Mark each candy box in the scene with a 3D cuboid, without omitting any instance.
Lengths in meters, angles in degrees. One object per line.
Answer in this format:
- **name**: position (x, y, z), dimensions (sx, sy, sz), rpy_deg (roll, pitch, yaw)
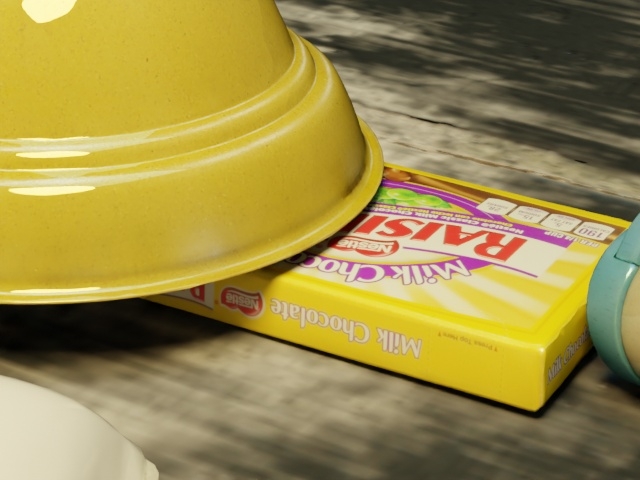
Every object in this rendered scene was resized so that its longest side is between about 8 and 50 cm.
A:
- **candy box**: position (0.000, 0.000, 0.613), dimensions (0.206, 0.027, 0.105), rpy_deg (14, 30, 24)

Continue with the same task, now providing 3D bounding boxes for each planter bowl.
- **planter bowl**: position (-0.086, -0.066, 0.611), dimensions (0.217, 0.090, 0.217), rpy_deg (0, 26, 0)

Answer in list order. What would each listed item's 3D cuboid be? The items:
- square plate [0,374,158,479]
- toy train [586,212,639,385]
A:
- **square plate**: position (-0.221, 0.078, 0.331), dimensions (0.347, 0.049, 0.344), rpy_deg (13, 25, -1)
- **toy train**: position (0.213, 0.015, 0.537), dimensions (0.248, 0.105, 0.143), rpy_deg (-10, 14, -26)
